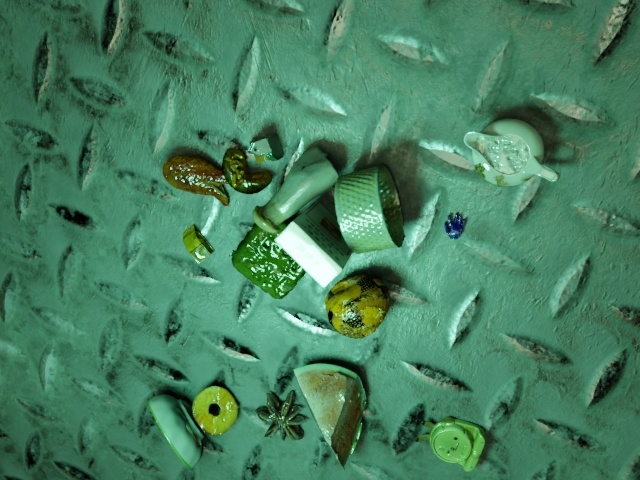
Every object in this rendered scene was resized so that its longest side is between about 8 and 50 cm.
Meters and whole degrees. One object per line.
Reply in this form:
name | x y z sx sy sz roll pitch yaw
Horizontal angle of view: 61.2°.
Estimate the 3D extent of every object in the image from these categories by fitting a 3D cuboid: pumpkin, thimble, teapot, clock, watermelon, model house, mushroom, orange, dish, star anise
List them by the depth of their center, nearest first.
teapot | 0.569 -0.255 1.613 0.298 0.139 0.204 22 108 8
thimble | 0.158 -0.099 1.700 0.150 0.271 0.270 -12 103 21
mushroom | -0.083 -0.162 1.759 0.329 0.159 0.122 -43 119 -1
model house | -0.193 -0.302 1.818 0.100 0.100 0.087 -13 104 19
orange | 0.127 0.218 1.823 0.234 0.234 0.182 -32 107 21
pumpkin | -0.267 -0.223 1.854 0.183 0.119 0.107 41 123 -1
clock | 0.469 0.729 1.970 0.232 0.069 0.170 17 110 9
watermelon | 0.073 0.611 1.985 0.222 0.319 0.292 -29 140 -7
star anise | -0.149 0.699 2.119 0.236 0.093 0.229 44 106 -5
dish | -0.548 0.733 2.154 0.124 0.324 0.324 -33 97 -17

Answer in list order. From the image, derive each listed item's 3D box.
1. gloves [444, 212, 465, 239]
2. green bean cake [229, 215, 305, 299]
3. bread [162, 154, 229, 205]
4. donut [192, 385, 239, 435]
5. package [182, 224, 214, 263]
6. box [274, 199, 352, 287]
gloves | 0.436 -0.048 1.769 0.064 0.026 0.086 15 110 12
green bean cake | -0.151 0.043 1.883 0.247 0.156 0.250 39 112 -1
bread | -0.429 -0.218 1.911 0.269 0.095 0.139 24 118 3
donut | -0.425 0.671 2.148 0.190 0.174 0.075 45 156 -12
package | -0.462 0.014 2.013 0.071 0.047 0.131 -33 98 24
box | 0.001 0.000 1.735 0.210 0.330 0.095 45 111 -2
